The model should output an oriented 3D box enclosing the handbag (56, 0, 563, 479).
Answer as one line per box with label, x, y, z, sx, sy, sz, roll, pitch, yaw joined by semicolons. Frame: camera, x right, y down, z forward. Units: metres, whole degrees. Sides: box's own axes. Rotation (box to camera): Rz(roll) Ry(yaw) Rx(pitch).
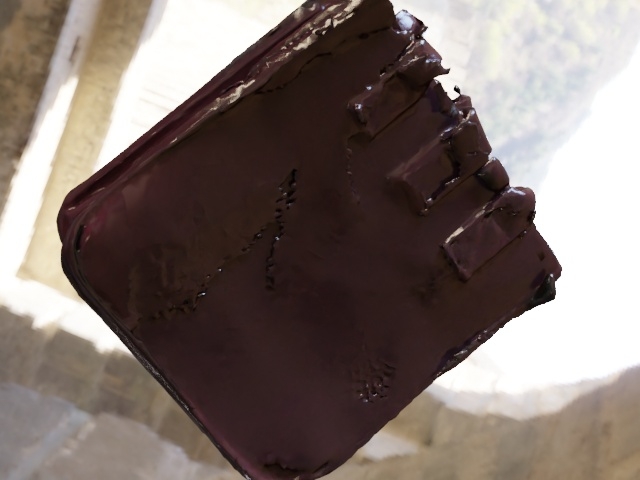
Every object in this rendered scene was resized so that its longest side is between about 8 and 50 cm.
handbag;-0.001;-0.001;0.596;0.216;0.203;0.074;-40;-151;-1
